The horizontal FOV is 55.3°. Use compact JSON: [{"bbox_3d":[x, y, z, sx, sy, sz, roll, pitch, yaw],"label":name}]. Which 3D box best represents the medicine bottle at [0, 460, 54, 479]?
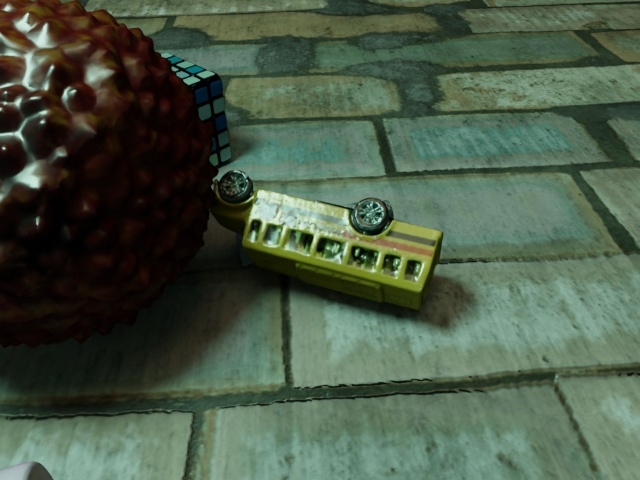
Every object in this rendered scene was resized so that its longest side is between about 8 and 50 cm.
[{"bbox_3d":[-0.354,0.306,0.446,0.316,0.202,0.202,-13,39,-17],"label":"medicine bottle"}]

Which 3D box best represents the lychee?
[{"bbox_3d":[-0.339,-0.105,0.794,0.425,0.424,0.500,0,55,1],"label":"lychee"}]

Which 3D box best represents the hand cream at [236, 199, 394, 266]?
[{"bbox_3d":[-0.007,-0.014,0.985,0.256,0.055,0.088,-15,46,-6],"label":"hand cream"}]

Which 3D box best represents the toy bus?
[{"bbox_3d":[0.000,0.000,0.876,0.336,0.121,0.123,14,73,13],"label":"toy bus"}]

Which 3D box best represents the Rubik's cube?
[{"bbox_3d":[-0.297,-0.224,1.146,0.184,0.182,0.187,-31,46,-34],"label":"Rubik's cube"}]
